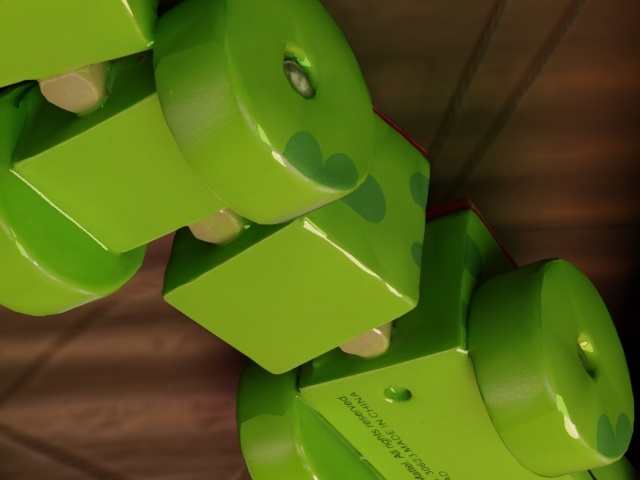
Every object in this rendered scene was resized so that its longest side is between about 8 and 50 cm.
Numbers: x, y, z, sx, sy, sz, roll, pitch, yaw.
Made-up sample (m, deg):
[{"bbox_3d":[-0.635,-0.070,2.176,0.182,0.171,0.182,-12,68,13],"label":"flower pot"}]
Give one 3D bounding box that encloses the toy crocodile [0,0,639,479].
[{"bbox_3d":[0.000,0.000,0.451,0.115,0.105,0.340,-22,129,33],"label":"toy crocodile"}]
